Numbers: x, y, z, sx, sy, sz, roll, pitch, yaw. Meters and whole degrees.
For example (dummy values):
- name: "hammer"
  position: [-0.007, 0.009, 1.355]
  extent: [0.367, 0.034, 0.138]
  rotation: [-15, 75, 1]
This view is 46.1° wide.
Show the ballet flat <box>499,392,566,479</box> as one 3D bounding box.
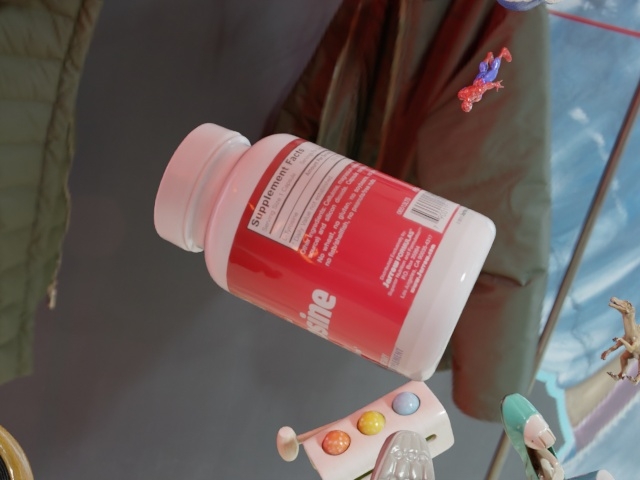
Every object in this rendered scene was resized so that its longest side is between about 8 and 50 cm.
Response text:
- name: "ballet flat"
  position: [0.432, 0.408, 1.484]
  extent: [0.083, 0.247, 0.087]
  rotation: [-33, 20, -28]

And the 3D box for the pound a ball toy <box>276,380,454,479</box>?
- name: "pound a ball toy"
  position: [0.075, 0.383, 1.520]
  extent: [0.319, 0.136, 0.208]
  rotation: [-26, 36, -10]

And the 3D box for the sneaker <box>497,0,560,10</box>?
- name: "sneaker"
  position: [0.133, -0.193, 0.469]
  extent: [0.112, 0.131, 0.296]
  rotation: [28, 48, 25]

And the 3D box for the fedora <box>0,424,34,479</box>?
- name: "fedora"
  position: [-0.394, 0.277, 0.790]
  extent: [0.079, 0.194, 0.194]
  rotation: [-22, 6, 24]

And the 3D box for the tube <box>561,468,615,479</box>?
- name: "tube"
  position: [0.274, 0.338, 0.949]
  extent: [0.080, 0.207, 0.052]
  rotation: [45, 41, -13]

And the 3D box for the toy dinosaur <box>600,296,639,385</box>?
- name: "toy dinosaur"
  position: [0.446, 0.157, 1.051]
  extent: [0.183, 0.093, 0.053]
  rotation: [48, -14, -32]

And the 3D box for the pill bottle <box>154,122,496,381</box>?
- name: "pill bottle"
  position: [0.000, 0.000, 0.986]
  extent: [0.407, 0.229, 0.229]
  rotation: [24, 21, 13]

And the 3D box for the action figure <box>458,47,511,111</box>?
- name: "action figure"
  position: [0.195, -0.190, 0.904]
  extent: [0.038, 0.030, 0.115]
  rotation: [-1, 38, 42]

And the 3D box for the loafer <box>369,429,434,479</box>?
- name: "loafer"
  position: [0.100, 0.449, 1.143]
  extent: [0.112, 0.319, 0.111]
  rotation: [16, -14, -11]
